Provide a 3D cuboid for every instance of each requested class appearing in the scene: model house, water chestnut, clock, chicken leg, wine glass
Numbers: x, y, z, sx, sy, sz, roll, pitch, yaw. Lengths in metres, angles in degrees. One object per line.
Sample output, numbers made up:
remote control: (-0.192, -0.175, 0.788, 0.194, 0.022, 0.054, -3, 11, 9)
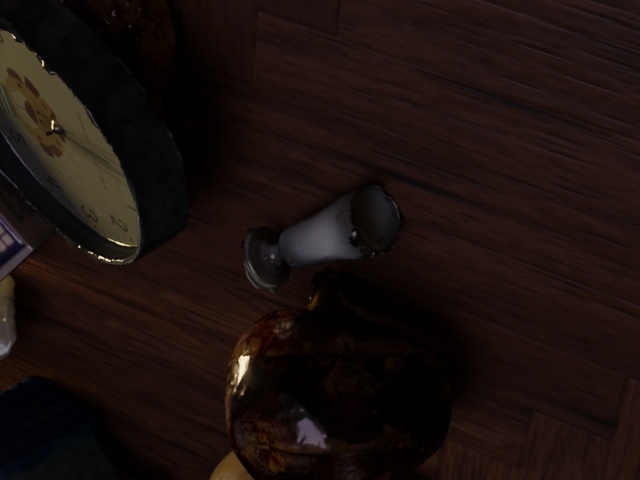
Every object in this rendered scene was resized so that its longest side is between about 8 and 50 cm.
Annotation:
model house: (-0.390, 0.295, 1.987, 0.295, 0.251, 0.329, -34, 92, 44)
water chestnut: (0.012, 0.143, 1.641, 0.223, 0.238, 0.224, 7, 162, 2)
clock: (-0.253, -0.110, 1.648, 0.312, 0.061, 0.312, 38, 153, 24)
chicken leg: (-0.181, -0.149, 1.642, 0.107, 0.087, 0.251, 30, 143, 41)
wine glass: (0.000, 0.000, 1.630, 0.155, 0.072, 0.072, -20, 109, 41)

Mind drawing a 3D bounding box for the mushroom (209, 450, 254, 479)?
mushroom: (-0.004, 0.313, 1.769, 0.243, 0.243, 0.243, 17, 128, 23)

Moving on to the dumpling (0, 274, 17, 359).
dumpling: (-0.431, 0.081, 1.945, 0.229, 0.124, 0.151, -4, 82, 29)

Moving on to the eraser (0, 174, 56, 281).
eraser: (-0.411, -0.084, 1.826, 0.279, 0.081, 0.124, 49, 133, -6)
